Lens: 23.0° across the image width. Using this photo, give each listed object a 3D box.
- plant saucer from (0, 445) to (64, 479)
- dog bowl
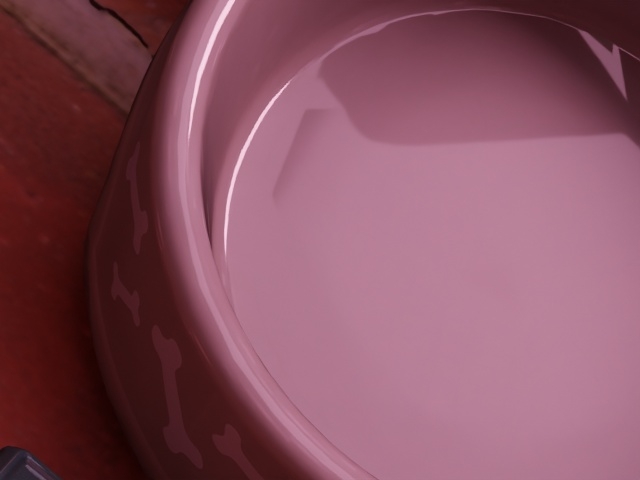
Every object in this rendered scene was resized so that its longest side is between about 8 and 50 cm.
[{"bbox_3d":[-0.056,0.152,0.566,0.192,0.018,0.067,41,43,-2],"label":"plant saucer"},{"bbox_3d":[0.084,-0.006,0.615,0.348,0.102,0.349,4,68,-9],"label":"dog bowl"}]
